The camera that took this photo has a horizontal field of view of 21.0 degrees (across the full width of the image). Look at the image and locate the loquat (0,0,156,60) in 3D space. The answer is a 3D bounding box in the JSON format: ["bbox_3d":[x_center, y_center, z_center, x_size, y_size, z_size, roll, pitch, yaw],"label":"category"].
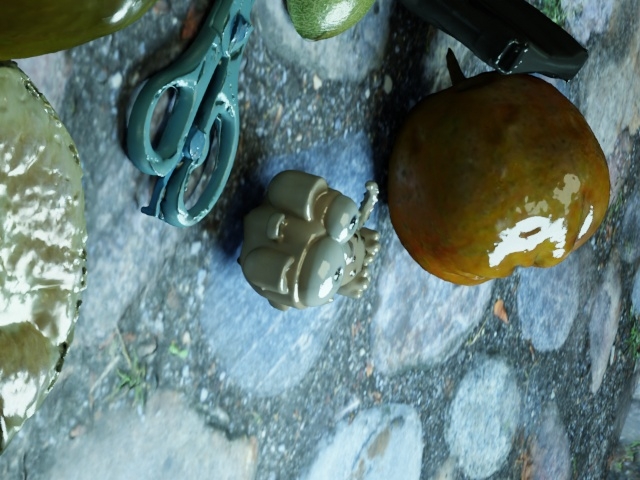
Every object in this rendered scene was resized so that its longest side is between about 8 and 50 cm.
[{"bbox_3d":[-0.224,-0.256,1.152,0.276,0.284,0.276,-49,149,-45],"label":"loquat"}]

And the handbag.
[{"bbox_3d":[0.193,-0.265,2.073,0.080,0.223,0.247,-53,161,20],"label":"handbag"}]

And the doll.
[{"bbox_3d":[0.000,0.002,1.917,0.278,0.119,0.154,0,105,-68],"label":"doll"}]

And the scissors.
[{"bbox_3d":[-0.093,-0.197,1.726,0.393,0.032,0.180,-69,154,-17],"label":"scissors"}]

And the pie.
[{"bbox_3d":[-0.285,0.012,1.393,0.337,0.075,0.337,-26,119,-60],"label":"pie"}]

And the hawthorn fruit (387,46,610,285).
[{"bbox_3d":[0.206,-0.100,2.140,0.277,0.277,0.298,-14,86,-62],"label":"hawthorn fruit"}]

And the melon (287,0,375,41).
[{"bbox_3d":[0.024,-0.272,1.876,0.160,0.079,0.128,10,95,-65],"label":"melon"}]
